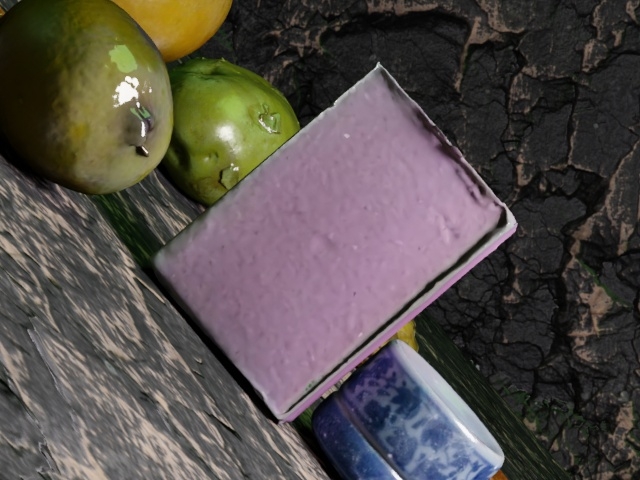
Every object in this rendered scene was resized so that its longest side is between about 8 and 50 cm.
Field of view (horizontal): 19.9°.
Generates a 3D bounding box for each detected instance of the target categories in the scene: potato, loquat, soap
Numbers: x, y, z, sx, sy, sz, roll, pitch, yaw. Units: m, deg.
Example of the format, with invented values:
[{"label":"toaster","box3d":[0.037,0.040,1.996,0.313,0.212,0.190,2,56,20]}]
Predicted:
[{"label":"potato","box3d":[-0.113,-0.120,2.048,0.186,0.148,0.253,34,9,19]},{"label":"loquat","box3d":[-0.191,-0.120,1.416,0.195,0.152,0.152,43,0,41]},{"label":"soap","box3d":[0.010,0.005,1.516,0.181,0.259,0.081,48,-1,9]},{"label":"loquat","box3d":[-0.227,-0.337,2.244,0.263,0.263,0.263,48,5,-6]}]

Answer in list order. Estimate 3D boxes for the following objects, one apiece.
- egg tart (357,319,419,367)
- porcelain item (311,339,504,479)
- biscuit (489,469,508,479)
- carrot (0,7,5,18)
[{"label":"egg tart","box3d":[0.031,0.041,2.201,0.297,0.132,0.297,42,5,-4]},{"label":"porcelain item","box3d":[0.071,0.172,1.560,0.147,0.114,0.147,46,5,-5]},{"label":"biscuit","box3d":[0.150,0.241,2.154,0.186,0.036,0.192,47,5,13]},{"label":"carrot","box3d":[-0.281,-0.176,1.672,0.190,0.037,0.037,48,4,42]}]
